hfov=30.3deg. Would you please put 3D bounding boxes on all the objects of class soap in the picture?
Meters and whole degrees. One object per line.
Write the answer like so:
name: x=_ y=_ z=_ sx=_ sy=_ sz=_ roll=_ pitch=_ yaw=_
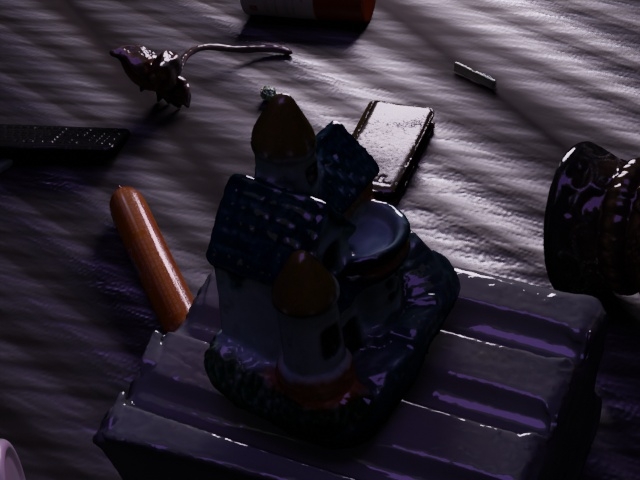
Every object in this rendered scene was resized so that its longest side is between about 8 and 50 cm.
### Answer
soap: x=0.048 y=0.185 z=1.231 sx=0.435 sy=0.213 sz=0.350 roll=11 pitch=43 yaw=20

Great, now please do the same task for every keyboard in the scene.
keyboard: x=-0.487 y=-0.155 z=1.804 sx=0.381 sy=0.041 sz=0.103 roll=-3 pitch=21 yaw=10

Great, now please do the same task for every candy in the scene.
candy: x=-0.072 y=-0.209 z=1.819 sx=0.023 sy=0.025 sz=0.083 roll=-45 pitch=48 yaw=23

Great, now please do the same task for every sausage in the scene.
sausage: x=-0.218 y=0.032 z=1.554 sx=0.053 sy=0.053 sz=0.348 roll=-20 pitch=44 yaw=-13

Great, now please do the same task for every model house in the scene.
model house: x=0.000 y=0.000 z=1.080 sx=0.184 sy=0.291 sz=0.253 roll=17 pitch=46 yaw=31

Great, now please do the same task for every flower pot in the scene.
flower pot: x=0.416 y=-0.010 z=1.368 sx=0.267 sy=0.266 sz=0.266 roll=9 pitch=44 yaw=34

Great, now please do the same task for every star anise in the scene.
star anise: x=-0.180 y=-0.297 z=1.850 sx=0.218 sy=0.148 sz=0.227 roll=40 pitch=63 yaw=-11

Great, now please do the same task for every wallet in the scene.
wallet: x=0.088 y=-0.128 z=1.697 sx=0.110 sy=0.031 sz=0.198 roll=11 pitch=47 yaw=19

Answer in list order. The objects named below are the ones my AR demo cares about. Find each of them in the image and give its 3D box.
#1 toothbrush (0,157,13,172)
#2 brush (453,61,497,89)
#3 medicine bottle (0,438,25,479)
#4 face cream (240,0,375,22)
toothbrush: x=-0.545 y=-0.064 z=1.735 sx=0.019 sy=0.016 sz=0.219 roll=28 pitch=54 yaw=35
brush: x=0.239 y=-0.255 z=1.822 sx=0.013 sy=0.016 sz=0.083 roll=-27 pitch=45 yaw=-37
medicine bottle: x=-0.451 y=0.302 z=1.240 sx=0.274 sy=0.133 sz=0.133 roll=-14 pitch=43 yaw=-5
face cream: x=-0.020 y=-0.419 z=1.981 sx=0.214 sy=0.096 sz=0.096 roll=8 pitch=45 yaw=16
